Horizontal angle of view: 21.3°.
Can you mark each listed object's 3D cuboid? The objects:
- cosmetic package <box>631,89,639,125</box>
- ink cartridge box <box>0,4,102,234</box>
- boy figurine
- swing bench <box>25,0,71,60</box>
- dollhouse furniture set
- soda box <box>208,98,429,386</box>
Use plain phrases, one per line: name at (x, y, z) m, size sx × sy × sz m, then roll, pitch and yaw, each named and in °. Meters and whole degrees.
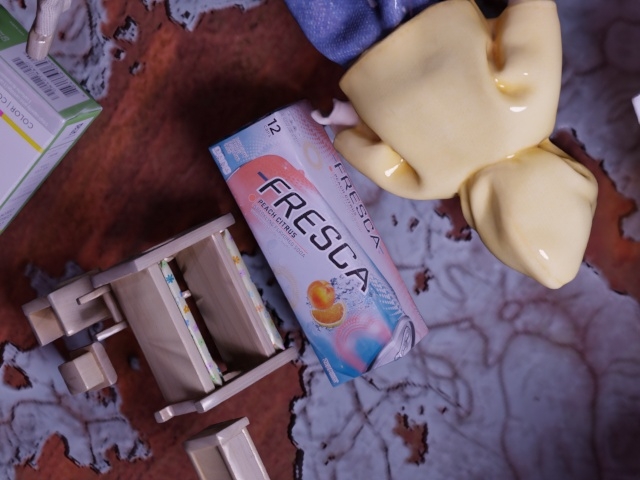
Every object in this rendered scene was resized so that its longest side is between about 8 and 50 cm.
cosmetic package at (0.266, 0.000, 0.998) m, size 0.085 × 0.117 × 0.231 m, roll -19°, pitch 97°, yaw 26°
ink cartridge box at (-0.263, -0.056, 1.220) m, size 0.109 × 0.062 × 0.209 m, roll 45°, pitch 115°, yaw 5°
boy figurine at (0.083, -0.100, 1.059) m, size 0.177 × 0.092 × 0.285 m, roll -40°, pitch 88°, yaw 25°
swing bench at (-0.260, -0.272, 1.046) m, size 0.255 × 0.165 × 0.253 m, roll 10°, pitch 140°, yaw -13°
dollhouse furniture set at (-0.099, 0.093, 1.198) m, size 0.161 × 0.101 × 0.182 m, roll -19°, pitch 97°, yaw 49°
soda box at (0.000, 0.000, 1.131) m, size 0.058 × 0.063 × 0.183 m, roll -27°, pitch 93°, yaw 26°
